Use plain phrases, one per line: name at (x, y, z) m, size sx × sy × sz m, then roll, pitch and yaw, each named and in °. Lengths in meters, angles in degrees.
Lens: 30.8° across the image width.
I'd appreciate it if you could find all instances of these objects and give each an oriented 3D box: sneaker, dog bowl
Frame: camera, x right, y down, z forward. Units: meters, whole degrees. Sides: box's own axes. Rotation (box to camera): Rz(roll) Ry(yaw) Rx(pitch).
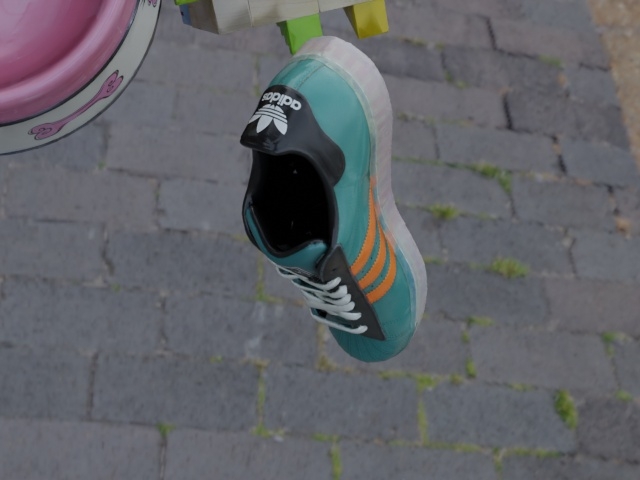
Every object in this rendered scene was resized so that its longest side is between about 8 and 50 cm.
sneaker at (0.000, 0.000, 0.889) m, size 0.108 × 0.302 × 0.121 m, roll 17°, pitch 49°, yaw 33°
dog bowl at (-0.368, -0.295, 1.221) m, size 0.408 × 0.150 × 0.407 m, roll 0°, pitch 90°, yaw -10°

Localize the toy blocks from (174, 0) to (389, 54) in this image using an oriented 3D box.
toy blocks at (-0.055, -0.381, 1.662) m, size 0.381 × 0.190 × 0.261 m, roll -17°, pitch 19°, yaw -17°
